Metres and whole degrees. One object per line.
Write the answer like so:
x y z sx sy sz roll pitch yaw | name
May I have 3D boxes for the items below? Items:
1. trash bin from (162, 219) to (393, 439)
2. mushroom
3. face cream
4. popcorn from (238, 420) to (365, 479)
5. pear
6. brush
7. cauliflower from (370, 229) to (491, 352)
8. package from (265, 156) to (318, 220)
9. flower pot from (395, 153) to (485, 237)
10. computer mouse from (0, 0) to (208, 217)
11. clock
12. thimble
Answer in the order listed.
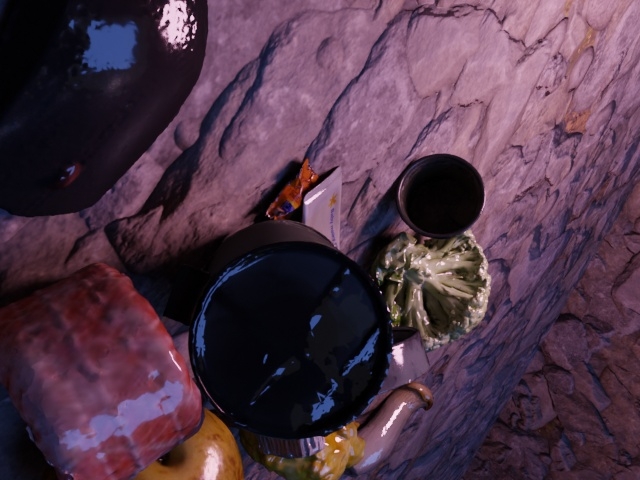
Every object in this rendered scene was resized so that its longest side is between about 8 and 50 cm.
-0.046 0.091 0.805 0.262 0.277 0.217 -141 -106 -79 | trash bin
0.171 0.517 1.796 0.328 0.122 0.159 -43 -175 -13 | mushroom
0.000 0.000 1.035 0.114 0.070 0.224 -45 150 -47 | face cream
-0.024 0.353 1.223 0.266 0.233 0.192 21 100 -32 | popcorn
-0.239 0.338 0.874 0.281 0.281 0.281 -34 146 -28 | pear
-0.104 0.293 0.997 0.070 0.327 0.065 -5 84 -44 | brush
0.189 0.089 1.289 0.272 0.275 0.250 -33 118 25 | cauliflower
-0.038 -0.065 0.942 0.111 0.033 0.077 -51 141 -12 | package
0.221 -0.070 1.191 0.157 0.157 0.107 -51 163 -1 | flower pot
-0.202 -0.132 0.592 0.295 0.087 0.168 -57 153 13 | computer mouse
0.019 0.207 1.076 0.319 0.319 0.066 -11 89 -49 | clock
-0.239 0.147 0.702 0.162 0.239 0.239 -31 144 -24 | thimble
